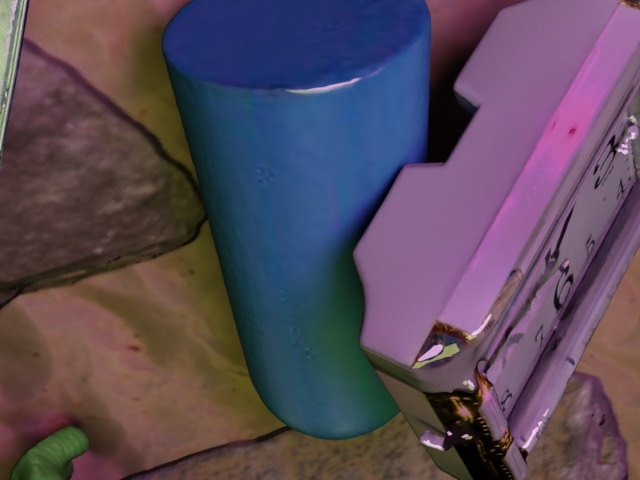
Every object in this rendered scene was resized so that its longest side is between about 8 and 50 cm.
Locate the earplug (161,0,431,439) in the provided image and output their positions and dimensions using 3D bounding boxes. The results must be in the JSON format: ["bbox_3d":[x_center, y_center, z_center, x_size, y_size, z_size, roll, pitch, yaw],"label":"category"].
[{"bbox_3d":[0.000,0.000,0.654,0.132,0.132,0.273,-13,128,-8],"label":"earplug"}]

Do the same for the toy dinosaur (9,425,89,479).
[{"bbox_3d":[-0.097,0.294,0.644,0.144,0.500,0.374,-42,88,2],"label":"toy dinosaur"}]

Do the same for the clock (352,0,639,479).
[{"bbox_3d":[0.108,-0.001,0.625,0.253,0.083,0.186,-58,150,-17],"label":"clock"}]

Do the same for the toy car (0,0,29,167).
[{"bbox_3d":[-0.190,-0.094,0.565,0.090,0.076,0.224,10,99,-15],"label":"toy car"}]
